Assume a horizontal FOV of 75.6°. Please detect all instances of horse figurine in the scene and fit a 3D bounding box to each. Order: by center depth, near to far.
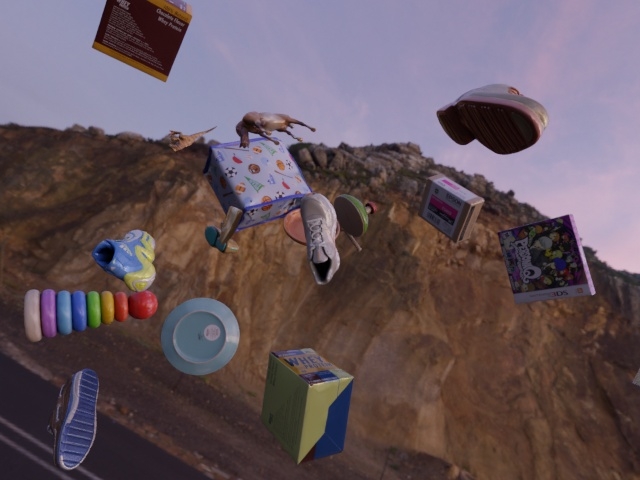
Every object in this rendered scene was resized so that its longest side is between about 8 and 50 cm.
[{"bbox_3d":[-0.144,-0.325,1.180,0.174,0.263,0.066,36,-51,32],"label":"horse figurine"}]

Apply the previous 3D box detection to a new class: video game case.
[{"bbox_3d":[0.653,0.060,1.210,0.042,0.231,0.210,-3,-11,-43],"label":"video game case"}]

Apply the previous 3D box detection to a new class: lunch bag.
[{"bbox_3d":[-0.251,-0.251,1.757,0.327,0.386,0.239,60,-35,10],"label":"lunch bag"}]

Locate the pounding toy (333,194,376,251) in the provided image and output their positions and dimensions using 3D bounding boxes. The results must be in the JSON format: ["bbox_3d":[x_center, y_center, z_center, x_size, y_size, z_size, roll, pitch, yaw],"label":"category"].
[{"bbox_3d":[0.151,-0.100,1.673,0.183,0.110,0.236,45,-27,29],"label":"pounding toy"}]

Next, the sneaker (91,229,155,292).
[{"bbox_3d":[-0.456,0.018,0.958,0.126,0.091,0.240,44,-1,-40],"label":"sneaker"}]

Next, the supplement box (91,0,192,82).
[{"bbox_3d":[-0.470,-0.573,1.102,0.191,0.194,0.129,19,31,-30],"label":"supplement box"}]

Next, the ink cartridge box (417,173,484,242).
[{"bbox_3d":[0.527,-0.135,1.699,0.235,0.088,0.193,45,-38,40],"label":"ink cartridge box"}]

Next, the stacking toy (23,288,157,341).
[{"bbox_3d":[-0.643,0.195,1.183,0.331,0.141,0.141,-3,-2,-30],"label":"stacking toy"}]

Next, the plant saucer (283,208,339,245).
[{"bbox_3d":[-0.033,-0.043,1.456,0.200,0.200,0.037,22,-49,13],"label":"plant saucer"}]

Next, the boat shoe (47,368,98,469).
[{"bbox_3d":[-0.466,0.338,0.773,0.066,0.183,0.066,-25,-47,10],"label":"boat shoe"}]

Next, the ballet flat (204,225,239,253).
[{"bbox_3d":[-0.401,0.003,1.674,0.073,0.080,0.232,14,12,-39],"label":"ballet flat"}]

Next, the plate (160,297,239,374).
[{"bbox_3d":[-0.294,0.234,1.009,0.188,0.188,0.024,28,-12,-5],"label":"plate"}]

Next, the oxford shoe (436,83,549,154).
[{"bbox_3d":[0.381,-0.289,0.895,0.140,0.147,0.397,51,7,-19],"label":"oxford shoe"}]

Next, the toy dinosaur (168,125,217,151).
[{"bbox_3d":[-0.493,-0.375,1.534,0.112,0.211,0.064,23,-45,16],"label":"toy dinosaur"}]

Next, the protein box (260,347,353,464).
[{"bbox_3d":[-0.040,0.410,1.060,0.136,0.199,0.201,5,6,-34],"label":"protein box"}]

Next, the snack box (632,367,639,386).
[{"bbox_3d":[0.766,0.250,0.863,0.060,0.187,0.322,27,1,26],"label":"snack box"}]

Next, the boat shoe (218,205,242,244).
[{"bbox_3d":[-0.299,-0.050,1.336,0.045,0.135,0.050,33,16,9],"label":"boat shoe"}]

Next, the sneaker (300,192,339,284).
[{"bbox_3d":[0.000,0.000,1.129,0.099,0.121,0.262,-9,-68,11],"label":"sneaker"}]
